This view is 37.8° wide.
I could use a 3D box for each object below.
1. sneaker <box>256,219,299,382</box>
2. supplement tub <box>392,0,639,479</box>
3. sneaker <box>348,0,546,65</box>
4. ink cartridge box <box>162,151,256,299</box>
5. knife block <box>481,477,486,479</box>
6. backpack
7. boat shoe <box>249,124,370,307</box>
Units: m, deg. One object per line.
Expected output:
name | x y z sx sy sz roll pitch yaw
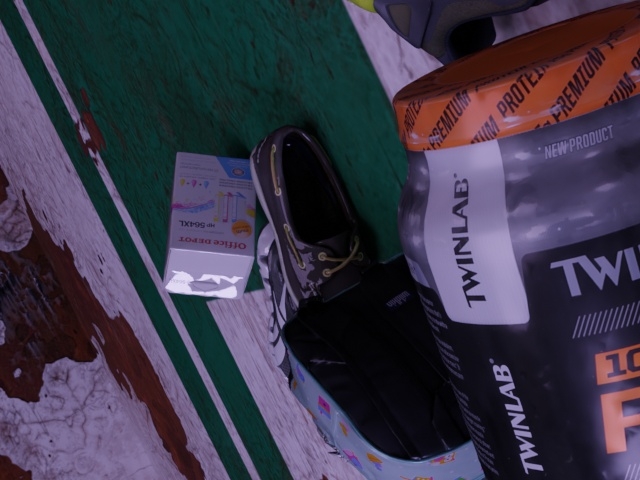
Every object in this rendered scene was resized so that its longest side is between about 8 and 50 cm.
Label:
sneaker | -0.007 0.091 1.002 0.106 0.078 0.234 33 140 50
supplement tub | 0.161 0.044 0.511 0.193 0.193 0.316 4 119 61
sneaker | 0.108 -0.199 0.503 0.121 0.111 0.300 44 155 1
ink cartridge box | -0.120 -0.010 1.024 0.090 0.092 0.143 113 159 -57
knife block | 0.205 0.308 0.810 0.242 0.088 0.276 34 143 46
backpack | 0.075 0.125 0.780 0.188 0.165 0.144 42 150 43
boat shoe | 0.000 0.000 0.895 0.228 0.081 0.068 65 159 1
